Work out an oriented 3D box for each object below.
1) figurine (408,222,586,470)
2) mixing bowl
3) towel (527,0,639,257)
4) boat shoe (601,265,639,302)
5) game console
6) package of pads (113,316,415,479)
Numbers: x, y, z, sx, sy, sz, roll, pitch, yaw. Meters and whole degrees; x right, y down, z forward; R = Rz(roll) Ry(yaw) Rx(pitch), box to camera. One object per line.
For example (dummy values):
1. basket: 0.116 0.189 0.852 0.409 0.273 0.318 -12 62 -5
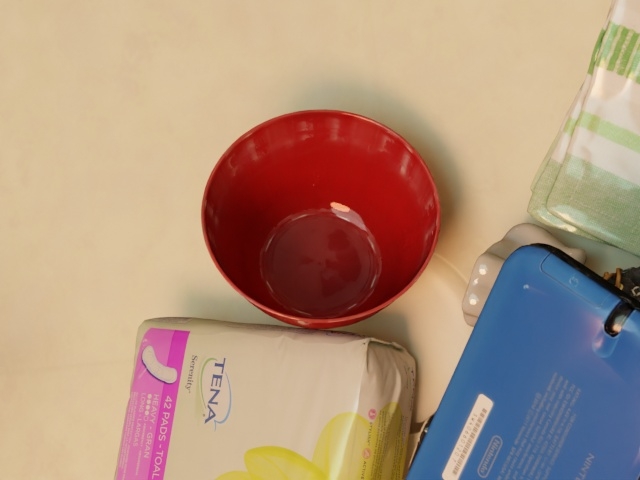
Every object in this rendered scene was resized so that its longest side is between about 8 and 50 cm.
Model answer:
1. figurine: 0.198 0.117 1.293 0.209 0.092 0.215 20 100 20
2. mixing bowl: 0.000 0.000 1.369 0.181 0.098 0.181 0 63 0
3. towel: 0.306 -0.125 1.248 0.248 0.038 0.325 25 102 26
4. boat shoe: 0.198 0.042 1.212 0.083 0.065 0.183 42 106 7
5. game console: 0.216 0.170 1.207 0.250 0.173 0.293 36 117 28
6. package of pads: -0.052 0.213 1.391 0.229 0.101 0.296 3 81 29
